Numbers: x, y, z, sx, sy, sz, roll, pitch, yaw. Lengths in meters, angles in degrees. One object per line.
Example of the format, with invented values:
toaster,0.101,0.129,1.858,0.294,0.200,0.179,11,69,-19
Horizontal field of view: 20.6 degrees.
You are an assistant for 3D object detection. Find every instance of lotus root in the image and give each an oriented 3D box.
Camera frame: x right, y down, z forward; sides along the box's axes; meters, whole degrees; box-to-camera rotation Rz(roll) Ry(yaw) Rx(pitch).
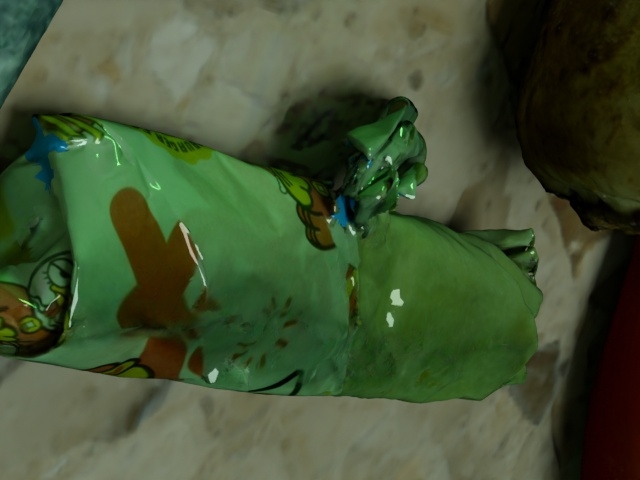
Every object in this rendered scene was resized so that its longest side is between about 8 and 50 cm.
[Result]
lotus root,0.132,-0.093,0.637,0.108,0.094,0.191,177,-70,-83

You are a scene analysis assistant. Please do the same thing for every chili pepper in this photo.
chili pepper,0.178,0.101,0.823,0.137,0.092,0.368,-47,147,-41

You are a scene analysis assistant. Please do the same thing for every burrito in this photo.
burrito,0.000,0.000,0.561,0.288,0.054,0.104,13,100,-53

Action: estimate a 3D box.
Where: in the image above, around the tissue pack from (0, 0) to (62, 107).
tissue pack,-0.085,-0.184,0.273,0.228,0.103,0.316,33,84,-46
